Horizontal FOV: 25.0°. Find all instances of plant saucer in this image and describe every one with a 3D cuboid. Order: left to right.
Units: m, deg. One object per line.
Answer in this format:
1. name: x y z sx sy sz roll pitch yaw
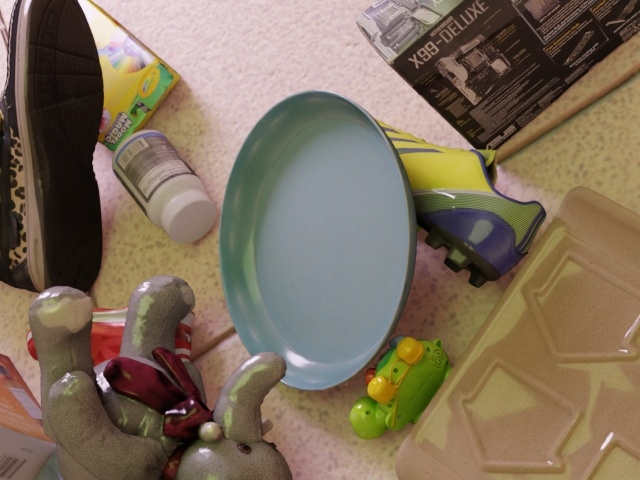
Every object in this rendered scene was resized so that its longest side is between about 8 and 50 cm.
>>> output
1. plant saucer: 0.000 0.000 1.535 0.318 0.044 0.317 -3 86 51

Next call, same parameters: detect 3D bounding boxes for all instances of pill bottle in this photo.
1. pill bottle: -0.184 -0.063 1.713 0.078 0.078 0.137 -46 55 7

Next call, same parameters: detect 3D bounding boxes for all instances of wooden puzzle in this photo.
1. wooden puzzle: 0.277 0.166 1.353 0.322 0.080 0.348 34 94 36

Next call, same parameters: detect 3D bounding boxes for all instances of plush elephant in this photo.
1. plush elephant: -0.134 0.199 1.452 0.255 0.272 0.330 4 86 23

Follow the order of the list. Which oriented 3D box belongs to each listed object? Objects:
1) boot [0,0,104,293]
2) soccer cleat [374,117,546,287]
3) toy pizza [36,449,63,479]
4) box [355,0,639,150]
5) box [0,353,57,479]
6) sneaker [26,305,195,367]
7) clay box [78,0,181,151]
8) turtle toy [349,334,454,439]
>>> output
1. boot: -0.410 -0.117 1.796 0.284 0.138 0.377 -1 96 34
2. soccer cleat: 0.125 -0.063 1.518 0.121 0.093 0.289 -45 47 -1
3. toy pizza: -0.247 0.307 1.628 0.201 0.032 0.201 -12 65 28
4. box: 0.217 -0.244 1.450 0.307 0.242 0.076 -40 56 12
5. box: -0.402 0.205 1.700 0.091 0.130 0.170 -47 55 7
6. sneaker: -0.249 0.147 1.663 0.221 0.087 0.128 -13 63 27
7. clay box: -0.271 -0.206 1.838 0.127 0.053 0.222 -52 56 6
8. turtle toy: 0.080 0.150 1.470 0.130 0.095 0.066 -53 33 1
